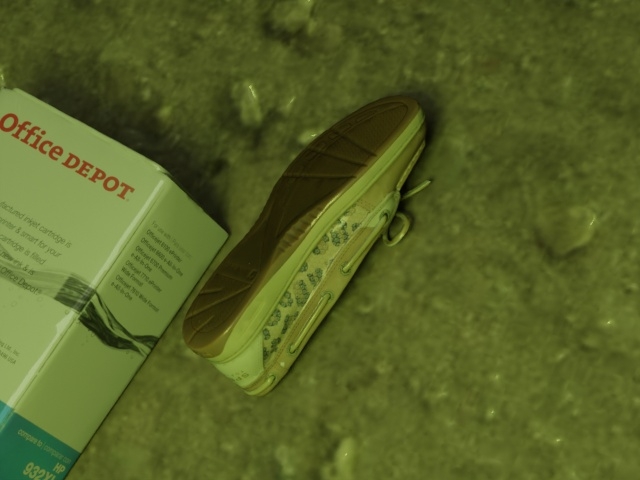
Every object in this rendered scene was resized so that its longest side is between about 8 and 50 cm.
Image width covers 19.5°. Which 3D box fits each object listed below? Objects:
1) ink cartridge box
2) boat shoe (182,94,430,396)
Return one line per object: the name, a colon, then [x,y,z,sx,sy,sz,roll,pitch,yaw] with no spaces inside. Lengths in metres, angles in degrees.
ink cartridge box: [-0.264,0.050,1.642,0.223,0.129,0.307,28,80,33]
boat shoe: [0.000,0.000,1.580,0.285,0.089,0.104,-50,30,-7]
